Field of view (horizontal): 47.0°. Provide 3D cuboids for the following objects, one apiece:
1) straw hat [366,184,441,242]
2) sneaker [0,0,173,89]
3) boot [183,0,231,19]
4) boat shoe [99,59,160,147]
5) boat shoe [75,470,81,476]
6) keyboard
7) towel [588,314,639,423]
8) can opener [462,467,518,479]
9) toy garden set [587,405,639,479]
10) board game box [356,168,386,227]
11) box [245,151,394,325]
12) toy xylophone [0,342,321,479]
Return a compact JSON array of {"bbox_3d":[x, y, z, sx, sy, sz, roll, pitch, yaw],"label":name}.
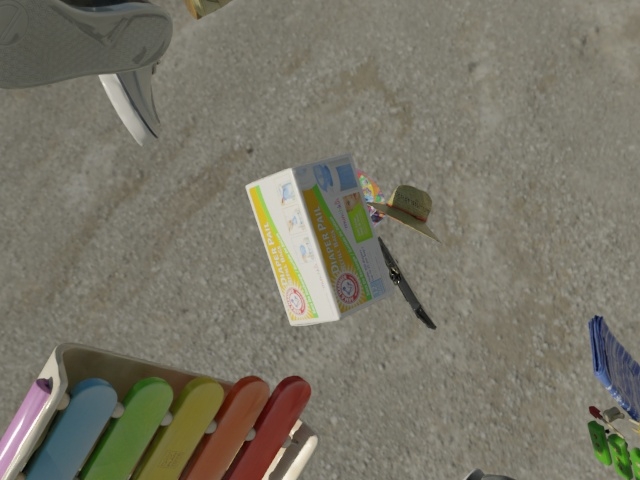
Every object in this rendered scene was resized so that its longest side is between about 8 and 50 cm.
[{"bbox_3d":[0.141,-0.055,1.157,0.144,0.144,0.061,30,94,43],"label":"straw hat"},{"bbox_3d":[-0.308,-0.237,0.762,0.147,0.104,0.296,35,30,23],"label":"sneaker"},{"bbox_3d":[-0.183,-0.564,1.363,0.203,0.262,0.095,-25,41,-14],"label":"boot"},{"bbox_3d":[-0.256,-0.259,0.979,0.088,0.096,0.267,-22,81,-1],"label":"boat shoe"},{"bbox_3d":[-0.351,0.357,1.234,0.335,0.095,0.112,-15,-5,-35],"label":"boat shoe"},{"bbox_3d":[0.205,0.093,1.947,0.033,0.201,0.317,-34,36,6],"label":"keyboard"},{"bbox_3d":[0.762,0.357,1.773,0.040,0.336,0.243,-37,13,30],"label":"towel"},{"bbox_3d":[0.226,0.336,0.723,0.095,0.283,0.076,-22,24,49],"label":"can opener"},{"bbox_3d":[0.705,0.459,1.658,0.049,0.204,0.244,-26,21,-15],"label":"toy garden set"},{"bbox_3d":[0.025,-0.045,1.251,0.168,0.133,0.033,-47,3,19],"label":"board game box"},{"bbox_3d":[0.000,0.000,0.979,0.114,0.203,0.103,-21,5,-41],"label":"box"},{"bbox_3d":[-0.154,0.207,0.662,0.081,0.323,0.236,35,104,45],"label":"toy xylophone"}]
